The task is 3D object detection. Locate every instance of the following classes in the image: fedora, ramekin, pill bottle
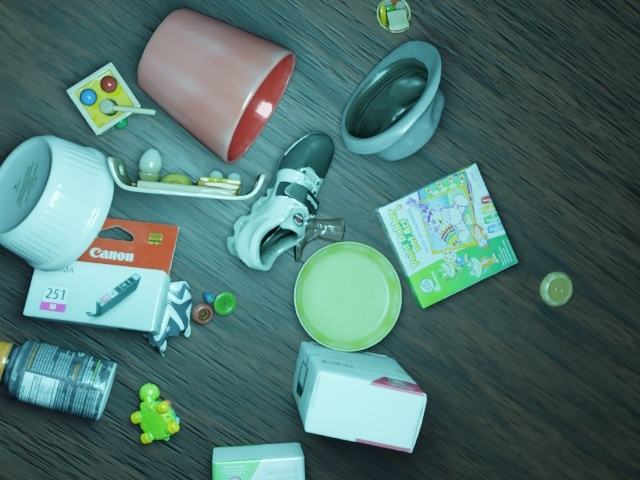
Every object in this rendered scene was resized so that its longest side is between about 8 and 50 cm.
[{"bbox_3d":[0.175,-0.277,1.784,0.124,0.243,0.275,38,89,-37],"label":"fedora"},{"bbox_3d":[-0.545,-0.084,1.648,0.127,0.273,0.273,31,89,-45],"label":"ramekin"},{"bbox_3d":[-0.563,0.284,1.746,0.245,0.130,0.130,17,91,-8],"label":"pill bottle"}]

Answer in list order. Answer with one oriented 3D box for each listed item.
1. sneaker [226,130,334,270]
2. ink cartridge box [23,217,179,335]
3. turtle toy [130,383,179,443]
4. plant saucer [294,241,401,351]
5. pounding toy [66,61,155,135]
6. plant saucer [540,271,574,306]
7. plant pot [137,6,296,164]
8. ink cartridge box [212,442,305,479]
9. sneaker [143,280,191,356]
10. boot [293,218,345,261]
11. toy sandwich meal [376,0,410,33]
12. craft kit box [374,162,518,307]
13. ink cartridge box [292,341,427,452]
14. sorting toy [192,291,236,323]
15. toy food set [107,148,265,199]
[{"bbox_3d":[-0.054,-0.073,1.768,0.122,0.146,0.331,31,94,-39],"label":"sneaker"},{"bbox_3d":[-0.445,0.060,1.717,0.275,0.060,0.239,6,74,6],"label":"ink cartridge box"},{"bbox_3d":[-0.356,0.374,1.810,0.095,0.066,0.130,-23,94,18],"label":"turtle toy"},{"bbox_3d":[0.059,0.124,1.850,0.241,0.037,0.241,1,85,-8],"label":"plant saucer"},{"bbox_3d":[-0.433,-0.286,1.742,0.130,0.100,0.141,-34,97,-4],"label":"pounding toy"},{"bbox_3d":[0.552,0.114,1.937,0.083,0.015,0.083,0,94,-7],"label":"plant saucer"},{"bbox_3d":[-0.219,-0.330,1.698,0.243,0.275,0.275,33,89,3],"label":"plant pot"},{"bbox_3d":[-0.134,0.596,1.829,0.198,0.115,0.273,-1,93,-7],"label":"ink cartridge box"},{"bbox_3d":[-0.385,0.181,1.780,0.235,0.094,0.153,-11,86,-17],"label":"sneaker"},{"bbox_3d":[0.000,0.000,1.851,0.114,0.037,0.106,5,95,-12],"label":"boot"},{"bbox_3d":[0.164,-0.499,1.841,0.085,0.029,0.086,0,94,-7],"label":"toy sandwich meal"},{"bbox_3d":[0.283,-0.012,1.877,0.246,0.061,0.250,-26,96,-2],"label":"craft kit box"},{"bbox_3d":[0.070,0.317,1.741,0.226,0.306,0.131,12,92,-7],"label":"ink cartridge box"},{"bbox_3d":[-0.239,0.140,1.829,0.102,0.042,0.061,-26,112,-17],"label":"sorting toy"},{"bbox_3d":[-0.269,-0.138,1.713,0.306,0.220,0.092,4,93,-7],"label":"toy food set"}]
